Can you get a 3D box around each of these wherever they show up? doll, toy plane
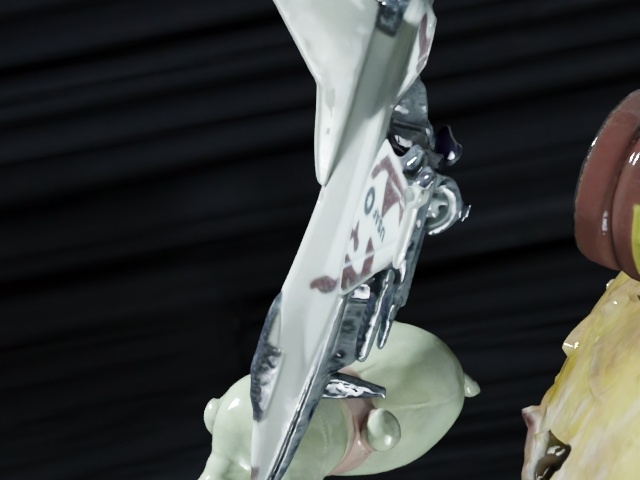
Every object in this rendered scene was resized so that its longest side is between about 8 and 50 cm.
[{"bbox_3d":[0.018,0.116,1.336,0.275,0.155,0.113,-31,-62,-49],"label":"doll"},{"bbox_3d":[0.016,-0.005,0.704,0.160,0.082,0.234,-108,19,-63],"label":"toy plane"}]

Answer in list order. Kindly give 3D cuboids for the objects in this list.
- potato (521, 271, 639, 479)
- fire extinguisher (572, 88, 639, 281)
[{"bbox_3d":[0.333,0.073,0.940,0.319,0.385,0.442,-63,-10,28],"label":"potato"},{"bbox_3d":[0.217,0.001,0.674,0.075,0.252,0.106,-6,-66,-53],"label":"fire extinguisher"}]
